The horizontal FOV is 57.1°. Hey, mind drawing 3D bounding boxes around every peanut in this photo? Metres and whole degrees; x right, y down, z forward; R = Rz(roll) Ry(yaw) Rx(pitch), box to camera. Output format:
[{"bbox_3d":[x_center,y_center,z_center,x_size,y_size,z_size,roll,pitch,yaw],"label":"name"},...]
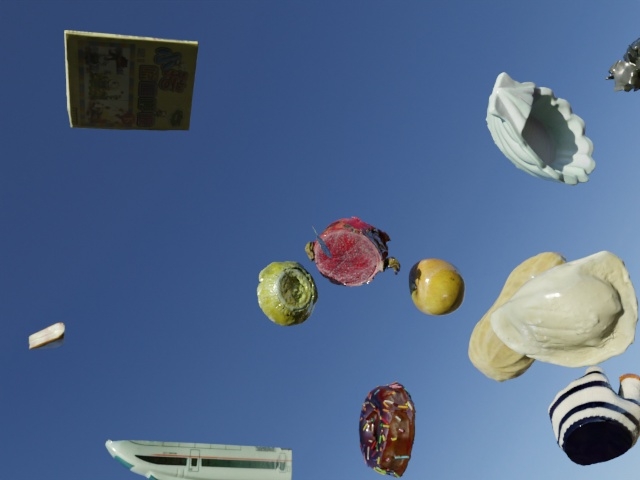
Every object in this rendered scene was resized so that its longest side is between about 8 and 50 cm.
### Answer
[{"bbox_3d":[0.438,0.164,1.270,0.152,0.152,0.313,22,-76,-45],"label":"peanut"}]

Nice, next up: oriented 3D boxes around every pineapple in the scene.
[{"bbox_3d":[0.291,-0.142,0.494,0.124,0.058,0.058,-20,-51,-34],"label":"pineapple"}]

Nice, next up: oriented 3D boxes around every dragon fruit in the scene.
[{"bbox_3d":[0.099,0.034,1.759,0.282,0.147,0.211,10,-64,4],"label":"dragon fruit"}]

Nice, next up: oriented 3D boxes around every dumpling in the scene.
[{"bbox_3d":[0.430,0.137,1.025,0.252,0.179,0.131,-31,-1,23],"label":"dumpling"}]

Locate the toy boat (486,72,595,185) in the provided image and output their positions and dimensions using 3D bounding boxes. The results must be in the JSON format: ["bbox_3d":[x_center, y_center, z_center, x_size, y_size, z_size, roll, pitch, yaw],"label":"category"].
[{"bbox_3d":[0.444,-0.219,1.219,0.290,0.100,0.199,34,-121,-22],"label":"toy boat"}]

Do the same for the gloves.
[{"bbox_3d":[0.454,0.276,0.980,0.140,0.131,0.219,-64,-6,24],"label":"gloves"}]

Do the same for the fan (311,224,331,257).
[{"bbox_3d":[0.005,0.007,1.220,0.003,0.080,0.060,-31,-44,11],"label":"fan"}]

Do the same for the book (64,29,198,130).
[{"bbox_3d":[-0.296,-0.245,0.927,0.192,0.013,0.168,-3,-42,-22],"label":"book"}]

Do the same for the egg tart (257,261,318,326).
[{"bbox_3d":[-0.081,0.143,1.639,0.197,0.078,0.197,9,-109,-27],"label":"egg tart"}]

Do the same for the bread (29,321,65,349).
[{"bbox_3d":[-0.655,0.239,1.446,0.109,0.043,0.062,-25,-28,12],"label":"bread"}]

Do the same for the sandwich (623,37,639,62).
[{"bbox_3d":[0.535,-0.193,0.759,0.301,0.162,0.250,26,-71,-3],"label":"sandwich"}]

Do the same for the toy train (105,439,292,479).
[{"bbox_3d":[-0.267,0.497,1.298,0.407,0.088,0.086,10,-32,-17],"label":"toy train"}]

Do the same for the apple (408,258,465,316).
[{"bbox_3d":[0.359,0.143,1.805,0.155,0.182,0.182,-6,-56,-9],"label":"apple"}]

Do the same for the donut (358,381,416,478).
[{"bbox_3d":[0.162,0.475,1.489,0.089,0.235,0.235,8,-65,-15],"label":"donut"}]
